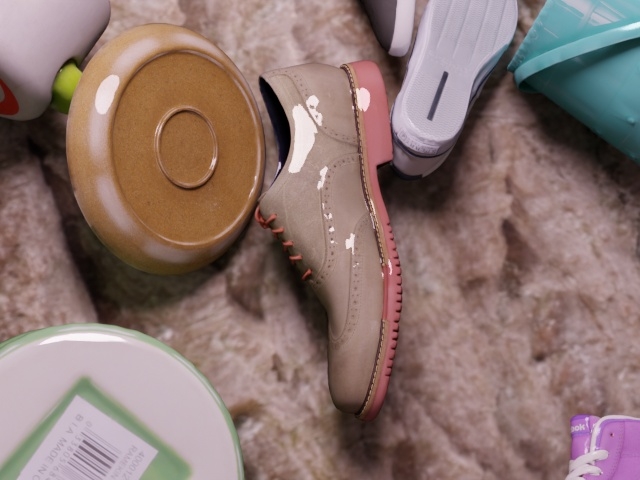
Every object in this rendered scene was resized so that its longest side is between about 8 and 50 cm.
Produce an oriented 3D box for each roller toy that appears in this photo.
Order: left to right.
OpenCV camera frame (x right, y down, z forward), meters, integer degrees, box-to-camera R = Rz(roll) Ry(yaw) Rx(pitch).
[{"bbox_3d":[-0.295,-0.218,1.499,0.191,0.209,0.146,21,69,34],"label":"roller toy"}]

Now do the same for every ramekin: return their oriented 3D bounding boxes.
[{"bbox_3d":[-0.210,0.215,1.456,0.303,0.148,0.303,3,78,-13],"label":"ramekin"}]

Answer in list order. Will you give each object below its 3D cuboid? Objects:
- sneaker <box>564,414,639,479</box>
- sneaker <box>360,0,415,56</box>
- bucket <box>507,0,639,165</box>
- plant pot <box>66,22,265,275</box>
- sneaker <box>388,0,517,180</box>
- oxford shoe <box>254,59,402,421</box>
[{"bbox_3d":[0.240,0.259,1.585,0.282,0.102,0.161,-19,80,-27],"label":"sneaker"},{"bbox_3d":[0.007,-0.314,1.642,0.147,0.104,0.295,-7,75,-12],"label":"sneaker"},{"bbox_3d":[0.319,-0.220,1.609,0.183,0.281,0.281,31,74,4],"label":"bucket"},{"bbox_3d":[-0.131,-0.085,1.531,0.236,0.032,0.236,1,88,-46],"label":"plant pot"},{"bbox_3d":[0.120,-0.167,1.645,0.094,0.091,0.258,31,53,-1],"label":"sneaker"},{"bbox_3d":[0.000,0.000,1.563,0.130,0.123,0.348,-1,74,-15],"label":"oxford shoe"}]
